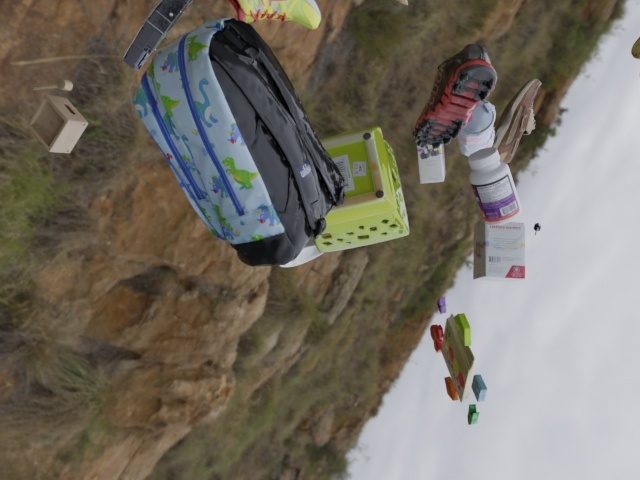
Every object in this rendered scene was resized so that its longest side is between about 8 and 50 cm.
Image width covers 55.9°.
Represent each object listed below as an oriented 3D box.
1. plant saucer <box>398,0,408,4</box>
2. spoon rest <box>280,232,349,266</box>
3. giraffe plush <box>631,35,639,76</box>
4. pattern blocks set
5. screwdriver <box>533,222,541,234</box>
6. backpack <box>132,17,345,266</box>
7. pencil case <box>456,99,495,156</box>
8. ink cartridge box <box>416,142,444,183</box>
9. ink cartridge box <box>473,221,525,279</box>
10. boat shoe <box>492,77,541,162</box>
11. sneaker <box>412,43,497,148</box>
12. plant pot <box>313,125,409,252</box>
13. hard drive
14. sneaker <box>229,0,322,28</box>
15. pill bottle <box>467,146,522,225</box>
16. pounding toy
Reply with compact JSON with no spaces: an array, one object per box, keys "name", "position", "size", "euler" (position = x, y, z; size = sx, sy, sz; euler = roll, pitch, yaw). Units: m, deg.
[{"name":"plant saucer","position":[0.209,-0.676,1.661],"size":[0.015,0.083,0.083],"euler":[-59,177,28]},{"name":"spoon rest","position":[0.000,0.000,1.589],"size":[0.276,0.084,0.137],"euler":[-38,156,26]},{"name":"giraffe plush","position":[0.955,-0.536,1.599],"size":[0.170,0.210,0.181],"euler":[-17,-164,-19]},{"name":"pattern blocks set","position":[0.345,0.292,1.516],"size":[0.285,0.026,0.324],"euler":[90,-8,-49]},{"name":"screwdriver","position":[0.649,-0.032,1.820],"size":[0.170,0.025,0.024],"euler":[-20,125,-62]},{"name":"backpack","position":[-0.132,-0.175,0.992],"size":[0.290,0.273,0.355],"euler":[-59,141,-49]},{"name":"pencil case","position":[0.465,-0.333,1.812],"size":[0.273,0.124,0.113],"euler":[21,55,-73]},{"name":"ink cartridge box","position":[0.276,-0.243,1.517],"size":[0.104,0.062,0.181],"euler":[-50,134,-68]},{"name":"ink cartridge box","position":[0.557,0.035,1.888],"size":[0.127,0.128,0.176],"euler":[108,-15,-82]},{"name":"boat shoe","position":[0.705,-0.423,2.159],"size":[0.324,0.116,0.123],"euler":[-60,178,3]},{"name":"sneaker","position":[0.285,-0.314,1.311],"size":[0.276,0.098,0.135],"euler":[124,-23,-56]},{"name":"plant pot","position":[0.065,-0.118,1.352],"size":[0.207,0.227,0.228],"euler":[49,31,-72]},{"name":"hard drive","position":[-0.426,-0.660,1.721],"size":[0.237,0.064,0.339],"euler":[-20,-140,56]},{"name":"sneaker","position":[-0.098,-0.390,0.992],"size":[0.094,0.208,0.081],"euler":[-68,-167,-2]},{"name":"pill bottle","position":[0.465,-0.147,1.628],"size":[0.108,0.193,0.108],"euler":[-22,-159,9]},{"name":"pounding toy","position":[-0.814,-0.411,1.887],"size":[0.206,0.181,0.094],"euler":[-49,165,20]}]
